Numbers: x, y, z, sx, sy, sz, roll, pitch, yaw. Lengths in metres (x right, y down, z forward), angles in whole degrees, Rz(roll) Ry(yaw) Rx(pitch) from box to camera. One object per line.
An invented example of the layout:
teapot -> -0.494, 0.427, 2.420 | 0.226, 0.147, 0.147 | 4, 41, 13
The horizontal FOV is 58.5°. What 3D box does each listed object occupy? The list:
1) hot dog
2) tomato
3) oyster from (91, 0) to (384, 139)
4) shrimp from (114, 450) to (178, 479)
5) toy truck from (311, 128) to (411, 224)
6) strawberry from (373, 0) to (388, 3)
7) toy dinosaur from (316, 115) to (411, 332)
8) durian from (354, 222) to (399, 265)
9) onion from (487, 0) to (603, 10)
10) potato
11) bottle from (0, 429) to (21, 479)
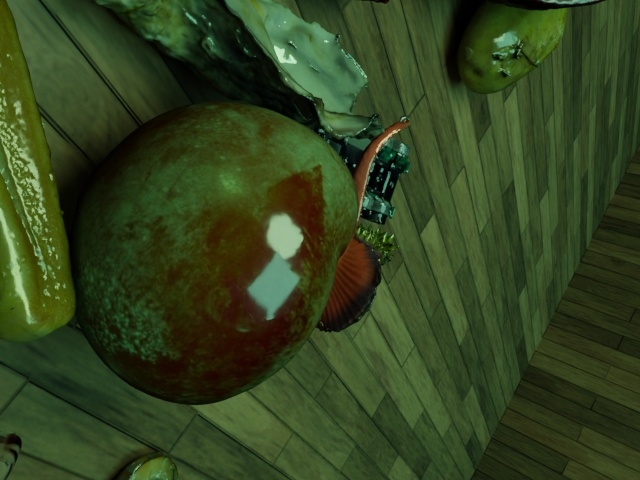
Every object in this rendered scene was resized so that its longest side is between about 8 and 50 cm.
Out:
hot dog -> -0.230, -0.071, 0.386 | 0.088, 0.061, 0.286 | -11, 89, -75
tomato -> -0.104, 0.002, 0.507 | 0.270, 0.222, 0.270 | -57, -172, 12
oyster -> -0.052, -0.176, 0.552 | 0.100, 0.271, 0.275 | -58, -179, 20
shrimp -> -0.238, 0.341, 0.691 | 0.178, 0.034, 0.124 | -59, 150, -22
toy truck -> 0.018, -0.099, 0.738 | 0.215, 0.116, 0.110 | 16, 93, -48
strawberry -> 0.007, -0.393, 0.554 | 0.336, 0.149, 0.265 | 72, 32, -56
toy dinosaur -> 0.031, 0.006, 0.622 | 0.286, 0.139, 0.070 | -48, 139, 16
durian -> -0.002, -0.003, 0.763 | 0.119, 0.186, 0.108 | -88, 152, -69
onion -> 0.312, -0.484, 0.805 | 0.336, 0.260, 0.282 | -8, 124, -8
potato -> 0.349, -0.385, 1.007 | 0.300, 0.140, 0.173 | -54, 136, -19
bottle -> -0.295, 0.060, 0.323 | 0.173, 0.206, 0.297 | -101, -165, -67
